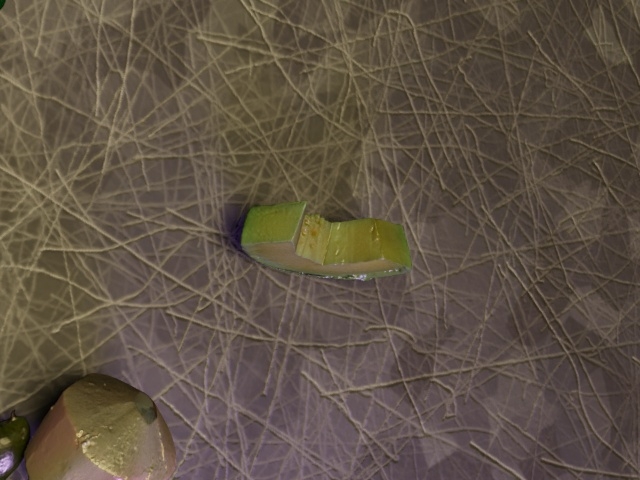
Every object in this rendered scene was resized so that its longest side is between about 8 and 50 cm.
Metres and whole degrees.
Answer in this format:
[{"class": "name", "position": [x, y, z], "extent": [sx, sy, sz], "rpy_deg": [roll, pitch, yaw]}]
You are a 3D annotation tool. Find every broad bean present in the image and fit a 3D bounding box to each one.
[{"class": "broad bean", "position": [-0.385, 0.296, 1.392], "extent": [0.256, 0.053, 0.052], "rpy_deg": [-62, 154, -14]}]

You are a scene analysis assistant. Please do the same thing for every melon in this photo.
[{"class": "melon", "position": [0.000, 0.000, 1.570], "extent": [0.210, 0.118, 0.064], "rpy_deg": [16, 69, -40]}]

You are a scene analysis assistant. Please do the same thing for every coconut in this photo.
[{"class": "coconut", "position": [-0.229, 0.222, 1.405], "extent": [0.147, 0.147, 0.152], "rpy_deg": [25, 120, -27]}]

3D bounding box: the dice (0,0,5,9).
[{"class": "dice", "position": [-0.407, -0.247, 1.333], "extent": [0.131, 0.120, 0.128], "rpy_deg": [-49, 113, -18]}]
